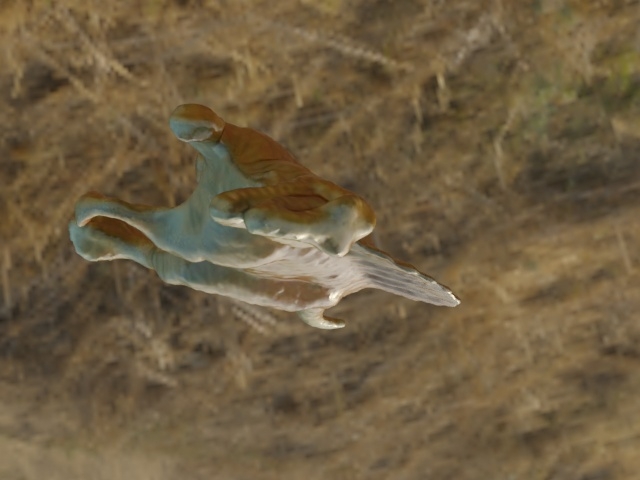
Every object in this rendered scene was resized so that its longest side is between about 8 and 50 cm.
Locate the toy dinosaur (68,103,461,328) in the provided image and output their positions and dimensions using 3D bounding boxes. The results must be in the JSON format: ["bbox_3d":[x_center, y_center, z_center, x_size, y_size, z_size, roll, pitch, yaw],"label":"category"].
[{"bbox_3d":[-0.001,-0.001,0.518,0.142,0.057,0.212,12,176,39],"label":"toy dinosaur"}]
